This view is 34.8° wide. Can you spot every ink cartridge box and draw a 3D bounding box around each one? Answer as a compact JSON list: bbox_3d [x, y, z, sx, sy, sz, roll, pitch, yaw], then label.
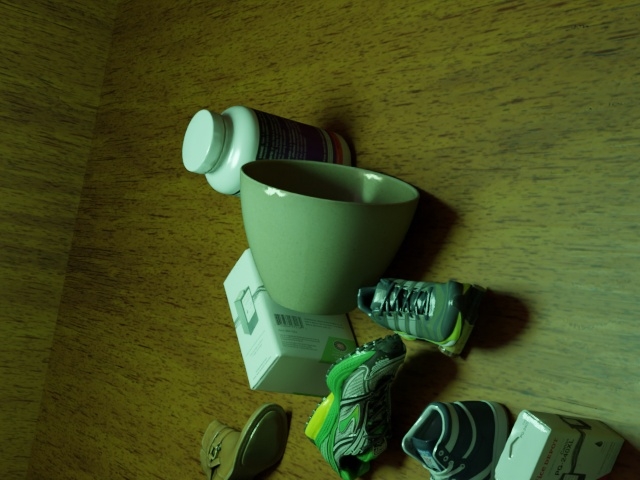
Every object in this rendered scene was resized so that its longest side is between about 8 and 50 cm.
[{"bbox_3d":[-0.056,0.162,2.004,0.114,0.198,0.272,-54,39,34],"label":"ink cartridge box"},{"bbox_3d":[0.330,0.301,1.410,0.063,0.150,0.109,37,110,55],"label":"ink cartridge box"}]

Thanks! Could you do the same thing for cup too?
[{"bbox_3d":[0.000,0.000,1.890,0.331,0.331,0.236,33,118,56],"label":"cup"}]

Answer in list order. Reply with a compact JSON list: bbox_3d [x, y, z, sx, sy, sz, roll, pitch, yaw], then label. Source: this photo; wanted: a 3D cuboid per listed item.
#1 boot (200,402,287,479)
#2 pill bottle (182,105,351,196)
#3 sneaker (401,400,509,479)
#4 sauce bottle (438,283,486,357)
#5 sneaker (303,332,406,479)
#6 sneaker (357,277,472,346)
[{"bbox_3d":[-0.174,0.438,2.199,0.220,0.109,0.283,40,120,59],"label":"boot"},{"bbox_3d":[-0.109,-0.167,2.081,0.181,0.323,0.181,-25,58,51],"label":"pill bottle"},{"bbox_3d":[0.203,0.383,1.573,0.099,0.153,0.282,-10,71,56],"label":"sneaker"},{"bbox_3d":[0.239,0.134,1.709,0.042,0.042,0.128,42,115,54],"label":"sauce bottle"},{"bbox_3d":[0.087,0.293,1.802,0.146,0.134,0.343,51,142,30],"label":"sneaker"},{"bbox_3d":[0.153,0.114,1.713,0.300,0.121,0.111,159,127,-68],"label":"sneaker"}]
